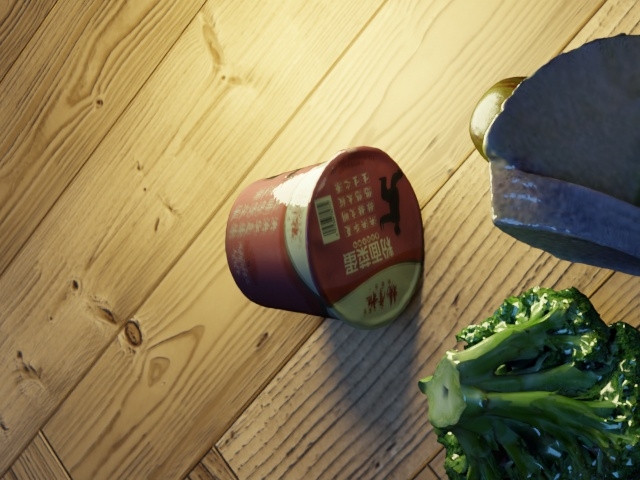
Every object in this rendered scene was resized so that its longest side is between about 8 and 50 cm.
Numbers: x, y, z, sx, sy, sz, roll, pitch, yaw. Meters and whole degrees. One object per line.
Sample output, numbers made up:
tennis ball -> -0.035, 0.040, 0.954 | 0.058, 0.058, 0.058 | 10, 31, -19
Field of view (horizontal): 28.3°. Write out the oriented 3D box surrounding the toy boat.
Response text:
toy boat -> 0.312, -0.097, 1.470 | 0.111, 0.276, 0.293 | 147, 123, -72

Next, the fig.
fig -> 0.289, -0.106, 1.547 | 0.236, 0.124, 0.124 | 40, 107, 15

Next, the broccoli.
broccoli -> 0.241, 0.198, 1.459 | 0.308, 0.275, 0.307 | -19, 68, 58

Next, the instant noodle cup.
instant noodle cup -> 0.000, 0.000, 1.663 | 0.178, 0.235, 0.234 | -3, 84, 43
